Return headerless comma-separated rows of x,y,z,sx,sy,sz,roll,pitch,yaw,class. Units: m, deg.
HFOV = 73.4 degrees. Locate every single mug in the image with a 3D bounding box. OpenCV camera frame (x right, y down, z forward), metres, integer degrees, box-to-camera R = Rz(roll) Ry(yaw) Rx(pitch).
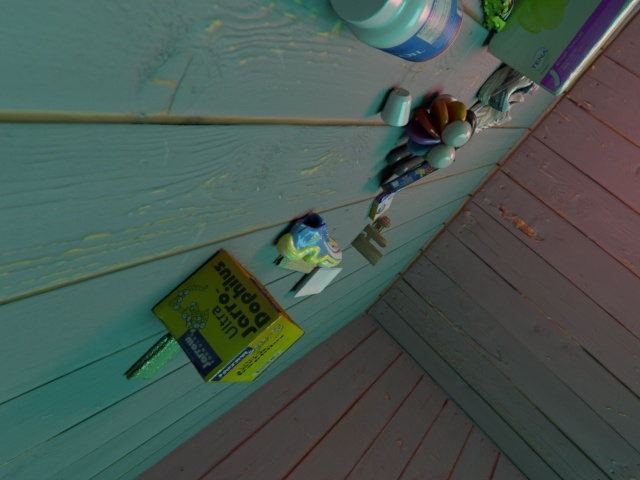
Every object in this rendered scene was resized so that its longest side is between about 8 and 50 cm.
0.166,-0.297,0.935,0.062,0.078,0.064,-5,140,-14,mug

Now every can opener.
0.307,-0.274,1.269,0.280,0.074,0.093,-31,175,-33,can opener

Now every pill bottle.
0.105,-0.322,0.586,0.222,0.124,0.124,-18,149,-54,pill bottle

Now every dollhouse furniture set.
0.234,0.000,1.677,0.144,0.123,0.151,-51,163,20,dollhouse furniture set

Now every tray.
-0.010,0.146,1.615,0.145,0.030,0.270,-49,163,11,tray

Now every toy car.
0.294,-0.289,1.129,0.136,0.159,0.182,3,142,-21,toy car

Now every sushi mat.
-0.034,0.036,1.312,0.151,0.019,0.316,-45,164,5,sushi mat

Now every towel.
-0.391,0.284,1.045,0.148,0.027,0.110,-43,163,-4,towel

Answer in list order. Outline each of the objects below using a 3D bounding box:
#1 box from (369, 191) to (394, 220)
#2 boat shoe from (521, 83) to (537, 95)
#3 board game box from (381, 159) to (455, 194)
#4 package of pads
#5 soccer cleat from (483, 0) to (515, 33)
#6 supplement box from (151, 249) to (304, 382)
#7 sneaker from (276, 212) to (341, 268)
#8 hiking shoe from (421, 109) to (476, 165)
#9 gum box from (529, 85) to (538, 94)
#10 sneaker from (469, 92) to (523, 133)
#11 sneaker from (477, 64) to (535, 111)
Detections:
0.214,-0.129,1.489,0.081,0.028,0.136,-38,160,-20,box
0.759,-0.623,1.487,0.088,0.096,0.267,-22,145,-42,boat shoe
0.292,-0.203,1.311,0.201,0.035,0.136,-28,-176,-1,board game box
0.562,-0.525,1.001,0.101,0.229,0.296,-35,161,-38,package of pads
0.392,-0.517,0.931,0.072,0.060,0.179,-59,167,14,soccer cleat
-0.190,0.195,1.010,0.195,0.194,0.356,-42,164,-8,supplement box
0.000,0.000,1.128,0.240,0.091,0.126,6,122,-53,sneaker
0.419,-0.321,1.403,0.114,0.086,0.226,-31,160,-48,hiking shoe
0.868,-0.673,1.664,0.107,0.062,0.188,-40,163,-14,gum box
0.579,-0.424,1.476,0.262,0.121,0.099,-50,162,18,sneaker
0.641,-0.531,1.360,0.283,0.122,0.110,-51,163,20,sneaker
